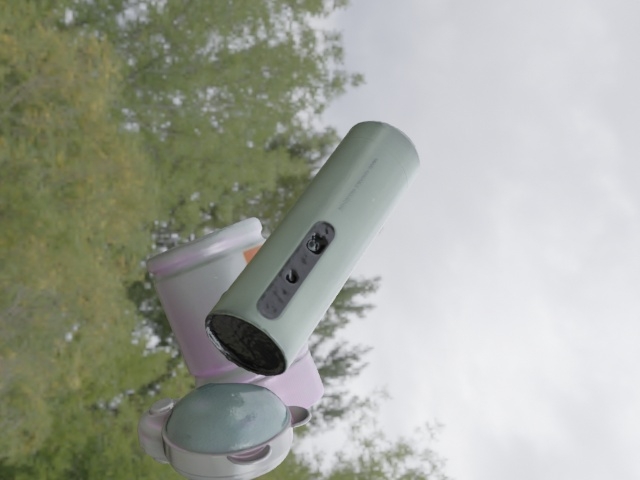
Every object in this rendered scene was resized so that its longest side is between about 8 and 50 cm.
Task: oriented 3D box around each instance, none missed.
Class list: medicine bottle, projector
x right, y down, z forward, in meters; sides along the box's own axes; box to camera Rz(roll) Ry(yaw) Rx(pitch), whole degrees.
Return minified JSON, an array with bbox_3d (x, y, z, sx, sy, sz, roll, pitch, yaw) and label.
[{"bbox_3d":[-0.138,0.140,1.440,0.202,0.202,0.316,-14,-83,65],"label":"medicine bottle"},{"bbox_3d":[0.000,0.000,1.029,0.337,0.108,0.108,-54,-176,-33],"label":"projector"}]

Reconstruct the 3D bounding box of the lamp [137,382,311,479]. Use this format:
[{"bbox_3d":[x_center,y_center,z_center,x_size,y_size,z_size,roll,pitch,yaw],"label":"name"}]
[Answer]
[{"bbox_3d":[-0.148,0.253,1.220,0.245,0.179,0.108,0,-78,31],"label":"lamp"}]
